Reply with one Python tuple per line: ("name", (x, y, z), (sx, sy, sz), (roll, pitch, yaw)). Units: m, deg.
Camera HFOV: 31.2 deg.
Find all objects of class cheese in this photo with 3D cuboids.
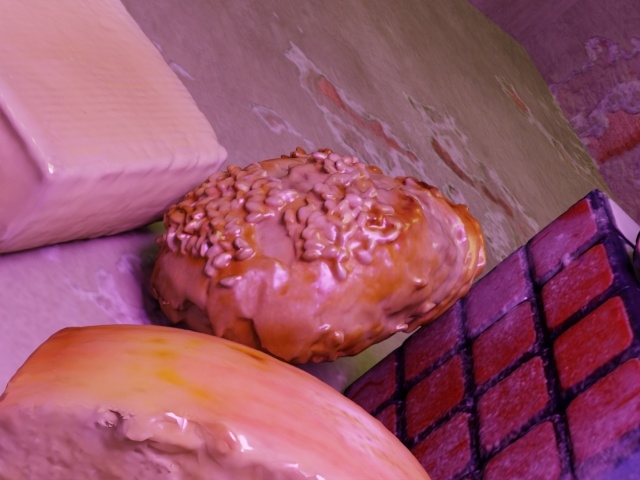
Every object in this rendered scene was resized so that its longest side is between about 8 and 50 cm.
("cheese", (-0.232, -0.119, 0.951), (0.243, 0.124, 0.265), (57, 23, 8))

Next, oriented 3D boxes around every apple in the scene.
("apple", (-0.042, 0.196, 0.647), (0.309, 0.314, 0.252), (20, 70, 0))

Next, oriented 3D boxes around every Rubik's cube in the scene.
("Rubik's cube", (0.239, 0.230, 0.985), (0.337, 0.344, 0.344), (41, 27, -19))

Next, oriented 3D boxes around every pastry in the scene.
("pastry", (0.000, 0.000, 1.011), (0.311, 0.255, 0.162), (-15, 109, -60))

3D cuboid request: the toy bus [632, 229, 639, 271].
("toy bus", (0.382, 0.041, 0.812), (0.194, 0.232, 0.288), (40, 24, -23))
